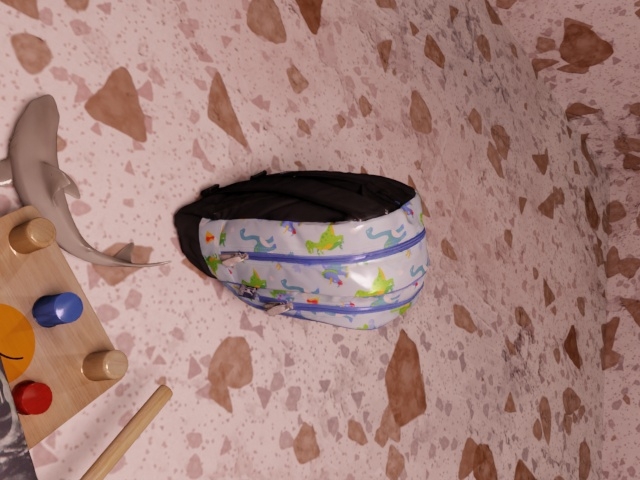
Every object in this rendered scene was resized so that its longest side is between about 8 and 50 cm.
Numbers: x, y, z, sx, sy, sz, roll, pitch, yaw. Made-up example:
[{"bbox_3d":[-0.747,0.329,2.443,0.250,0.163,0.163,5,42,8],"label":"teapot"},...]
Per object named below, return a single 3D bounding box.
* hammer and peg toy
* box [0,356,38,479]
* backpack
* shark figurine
[{"bbox_3d":[-0.352,0.164,0.775,0.266,0.127,0.361,-40,109,-48],"label":"hammer and peg toy"},{"bbox_3d":[-0.440,0.077,0.347,0.480,0.297,0.472,43,24,-82],"label":"box"},{"bbox_3d":[0.000,0.000,1.035,0.290,0.355,0.273,-20,96,-49],"label":"backpack"},{"bbox_3d":[-0.330,-0.048,0.868,0.166,0.116,0.278,-43,110,-43],"label":"shark figurine"}]
